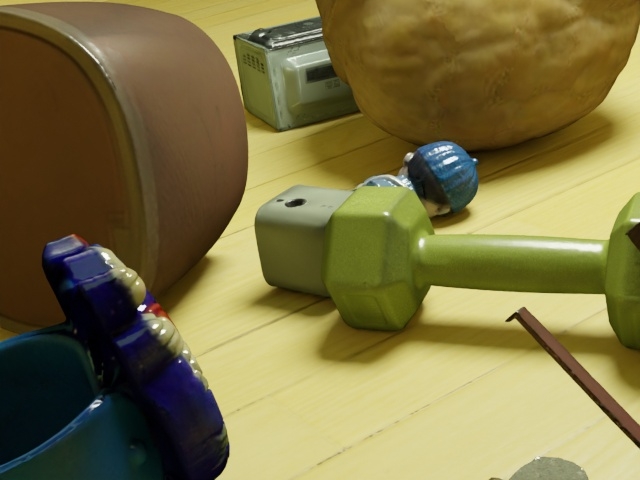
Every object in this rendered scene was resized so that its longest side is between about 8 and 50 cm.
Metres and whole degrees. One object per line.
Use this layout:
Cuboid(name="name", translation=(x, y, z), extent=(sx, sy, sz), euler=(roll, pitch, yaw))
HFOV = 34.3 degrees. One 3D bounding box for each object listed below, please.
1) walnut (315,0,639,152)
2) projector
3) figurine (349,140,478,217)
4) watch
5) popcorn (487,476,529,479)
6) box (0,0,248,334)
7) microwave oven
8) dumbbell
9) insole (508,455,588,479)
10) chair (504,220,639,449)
Cuboid(name="walnut", translation=(0.177, -0.276, 1.197), extent=(0.381, 0.381, 0.381), euler=(-7, 23, 3))
Cuboid(name="projector", translation=(0.000, 0.000, 0.933), extent=(0.082, 0.083, 0.083), euler=(9, 28, 36))
Cuboid(name="figurine", translation=(0.086, -0.050, 1.036), extent=(0.149, 0.087, 0.086), euler=(-21, 64, -25))
Cuboid(name="watch", translation=(-0.174, 0.118, 0.655), extent=(0.200, 0.171, 0.196), euler=(-31, 18, -20))
Cuboid(name="popcorn", translation=(0.078, 0.172, 0.389), extent=(0.198, 0.213, 0.198), euler=(-28, -4, -2))
Cuboid(name="box", translation=(-0.212, -0.077, 0.952), extent=(0.300, 0.301, 0.216), euler=(5, 18, 28))
Cuboid(name="microwave oven", translation=(0.003, -0.248, 1.453), extent=(0.208, 0.123, 0.162), euler=(-17, 24, -19))
Cuboid(name="dumbbell", translation=(0.150, 0.018, 0.810), extent=(0.301, 0.121, 0.108), euler=(2, 53, 24))
Cuboid(name="insole", translation=(0.106, 0.179, 0.578), extent=(0.063, 0.010, 0.192), euler=(6, 28, 33))
Cuboid(name="chair", translation=(0.298, 0.098, 0.574), extent=(0.175, 0.183, 0.326), euler=(-27, 74, -37))
